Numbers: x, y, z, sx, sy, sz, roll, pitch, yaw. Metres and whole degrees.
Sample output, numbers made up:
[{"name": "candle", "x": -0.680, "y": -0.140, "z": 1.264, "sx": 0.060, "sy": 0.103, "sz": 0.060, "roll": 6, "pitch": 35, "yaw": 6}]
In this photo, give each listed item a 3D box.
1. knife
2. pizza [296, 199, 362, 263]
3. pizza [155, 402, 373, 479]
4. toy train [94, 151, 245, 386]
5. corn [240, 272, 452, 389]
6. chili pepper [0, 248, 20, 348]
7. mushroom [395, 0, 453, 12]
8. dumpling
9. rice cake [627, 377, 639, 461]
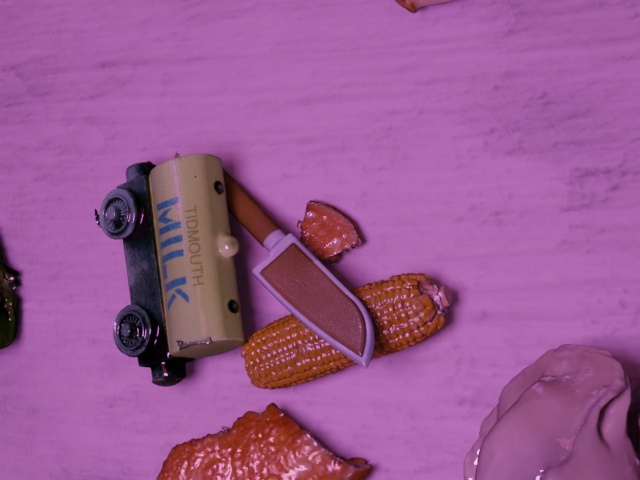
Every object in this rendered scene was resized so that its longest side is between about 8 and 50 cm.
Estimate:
[{"name": "knife", "x": -0.041, "y": 0.024, "z": 1.361, "sx": 0.061, "sy": 0.027, "sz": 0.343, "roll": -41, "pitch": 51, "yaw": -6}, {"name": "pizza", "x": 0.001, "y": 0.000, "z": 1.400, "sx": 0.078, "sy": 0.025, "sz": 0.083, "roll": -48, "pitch": 61, "yaw": 1}, {"name": "pizza", "x": -0.078, "y": 0.257, "z": 1.364, "sx": 0.271, "sy": 0.056, "sz": 0.134, "roll": -27, "pitch": 74, "yaw": 15}, {"name": "toy train", "x": -0.151, "y": 0.025, "z": 1.393, "sx": 0.157, "sy": 0.105, "sz": 0.253, "roll": -19, "pitch": 70, "yaw": 33}, {"name": "corn", "x": 0.025, "y": 0.096, "z": 1.345, "sx": 0.238, "sy": 0.080, "sz": 0.080, "roll": -22, "pitch": 73, "yaw": 14}, {"name": "chili pepper", "x": -0.524, "y": 0.017, "z": 1.514, "sx": 0.385, "sy": 0.167, "sz": 0.213, "roll": 14, "pitch": 87, "yaw": 21}, {"name": "mushroom", "x": 0.221, "y": -0.330, "z": 1.352, "sx": 0.351, "sy": 0.095, "sz": 0.123, "roll": -10, "pitch": 96, "yaw": 19}, {"name": "dumpling", "x": 0.209, "y": 0.214, "z": 1.227, "sx": 0.258, "sy": 0.147, "sz": 0.193, "roll": -66, "pitch": 25, "yaw": 9}, {"name": "rice cake", "x": 0.316, "y": 0.261, "z": 1.223, "sx": 0.055, "sy": 0.049, "sz": 0.270, "roll": 2, "pitch": 80, "yaw": -2}]
